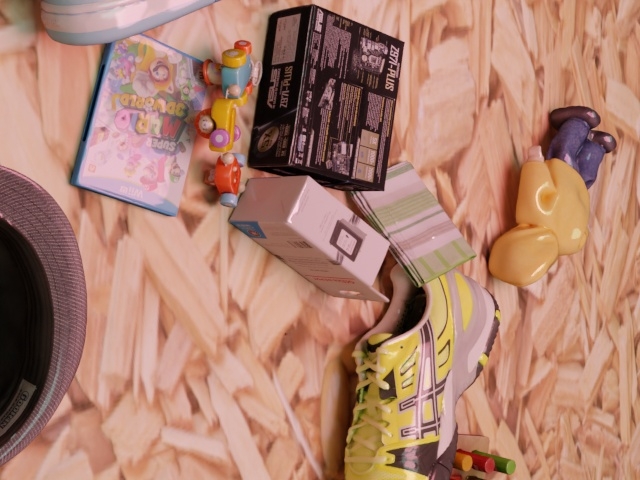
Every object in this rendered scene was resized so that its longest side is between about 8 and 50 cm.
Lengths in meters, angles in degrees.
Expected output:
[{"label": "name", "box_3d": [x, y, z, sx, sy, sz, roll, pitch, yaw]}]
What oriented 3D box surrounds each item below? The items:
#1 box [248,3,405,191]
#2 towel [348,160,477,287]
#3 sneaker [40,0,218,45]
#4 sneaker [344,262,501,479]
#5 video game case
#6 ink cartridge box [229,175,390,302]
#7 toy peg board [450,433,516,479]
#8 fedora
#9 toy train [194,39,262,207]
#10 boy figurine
[{"label": "box", "box_3d": [0.009, -0.156, 1.093, 0.147, 0.077, 0.180, 11, 86, -41]}, {"label": "towel", "box_3d": [0.114, -0.025, 1.174, 0.113, 0.023, 0.152, -25, 73, -37]}, {"label": "sneaker", "box_3d": [-0.138, -0.330, 0.902, 0.319, 0.127, 0.208, -36, 129, -35]}, {"label": "sneaker", "box_3d": [0.085, 0.194, 1.154, 0.147, 0.145, 0.385, 37, 59, -26]}, {"label": "video game case", "box_3d": [-0.178, -0.119, 0.974, 0.119, 0.015, 0.166, 19, 80, -40]}, {"label": "ink cartridge box", "box_3d": [0.000, 0.000, 1.076, 0.180, 0.104, 0.060, 38, 67, -36]}, {"label": "toy peg board", "box_3d": [0.181, 0.340, 1.267, 0.160, 0.079, 0.161, 14, 83, -41]}, {"label": "fedora", "box_3d": [-0.323, 0.063, 0.784, 0.243, 0.124, 0.276, -15, 110, -37]}, {"label": "toy train", "box_3d": [-0.101, -0.126, 1.015, 0.125, 0.046, 0.166, 70, 27, -75]}, {"label": "boy figurine", "box_3d": [0.333, -0.048, 1.372, 0.177, 0.092, 0.285, 42, 67, -34]}]
